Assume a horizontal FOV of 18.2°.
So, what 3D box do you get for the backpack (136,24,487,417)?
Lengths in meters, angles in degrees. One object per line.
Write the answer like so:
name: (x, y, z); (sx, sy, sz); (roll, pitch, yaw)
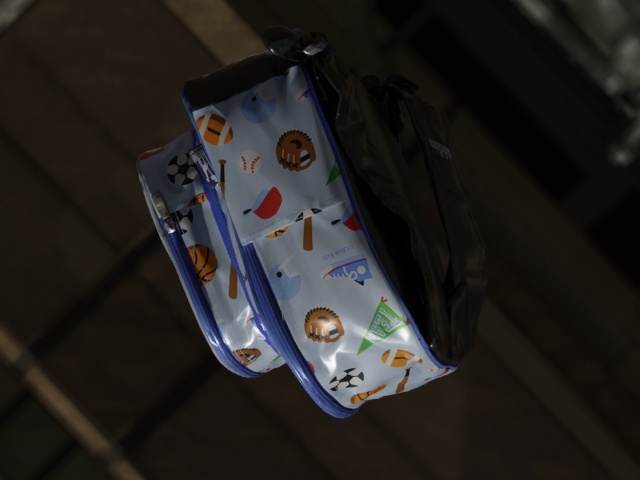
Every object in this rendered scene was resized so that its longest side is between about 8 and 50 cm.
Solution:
backpack: (0.000, 0.000, 1.487); (0.213, 0.263, 0.276); (-31, 166, 15)
